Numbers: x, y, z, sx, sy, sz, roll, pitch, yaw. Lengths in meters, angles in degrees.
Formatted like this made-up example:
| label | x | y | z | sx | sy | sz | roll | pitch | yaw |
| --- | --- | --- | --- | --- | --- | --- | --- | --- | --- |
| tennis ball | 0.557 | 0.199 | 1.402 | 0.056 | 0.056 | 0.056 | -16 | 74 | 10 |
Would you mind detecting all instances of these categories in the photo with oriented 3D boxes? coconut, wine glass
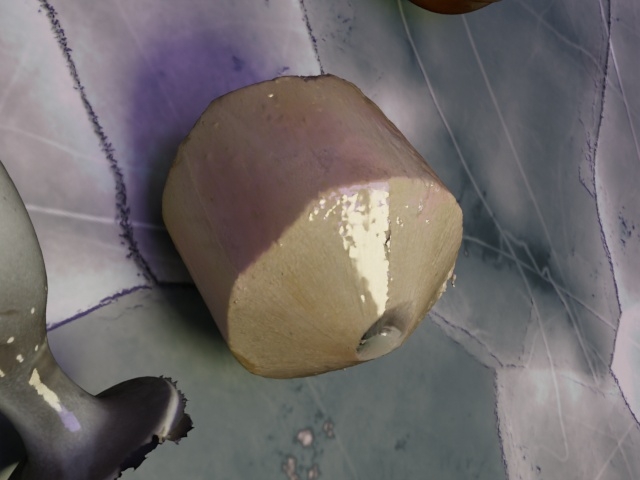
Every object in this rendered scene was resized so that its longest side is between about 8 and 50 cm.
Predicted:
| label | x | y | z | sx | sy | sz | roll | pitch | yaw |
| --- | --- | --- | --- | --- | --- | --- | --- | --- | --- |
| coconut | 0.000 | 0.000 | 1.109 | 0.239 | 0.239 | 0.244 | 6 | 43 | -43 |
| wine glass | -0.259 | 0.039 | 0.899 | 0.357 | 0.190 | 0.190 | 52 | 50 | -20 |

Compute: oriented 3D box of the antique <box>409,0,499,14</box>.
| label | x | y | z | sx | sy | sz | roll | pitch | yaw |
| --- | --- | --- | --- | --- | --- | --- | --- | --- | --- |
| antique | 0.122 | -0.365 | 1.396 | 0.278 | 0.129 | 0.223 | 30 | 61 | -35 |
